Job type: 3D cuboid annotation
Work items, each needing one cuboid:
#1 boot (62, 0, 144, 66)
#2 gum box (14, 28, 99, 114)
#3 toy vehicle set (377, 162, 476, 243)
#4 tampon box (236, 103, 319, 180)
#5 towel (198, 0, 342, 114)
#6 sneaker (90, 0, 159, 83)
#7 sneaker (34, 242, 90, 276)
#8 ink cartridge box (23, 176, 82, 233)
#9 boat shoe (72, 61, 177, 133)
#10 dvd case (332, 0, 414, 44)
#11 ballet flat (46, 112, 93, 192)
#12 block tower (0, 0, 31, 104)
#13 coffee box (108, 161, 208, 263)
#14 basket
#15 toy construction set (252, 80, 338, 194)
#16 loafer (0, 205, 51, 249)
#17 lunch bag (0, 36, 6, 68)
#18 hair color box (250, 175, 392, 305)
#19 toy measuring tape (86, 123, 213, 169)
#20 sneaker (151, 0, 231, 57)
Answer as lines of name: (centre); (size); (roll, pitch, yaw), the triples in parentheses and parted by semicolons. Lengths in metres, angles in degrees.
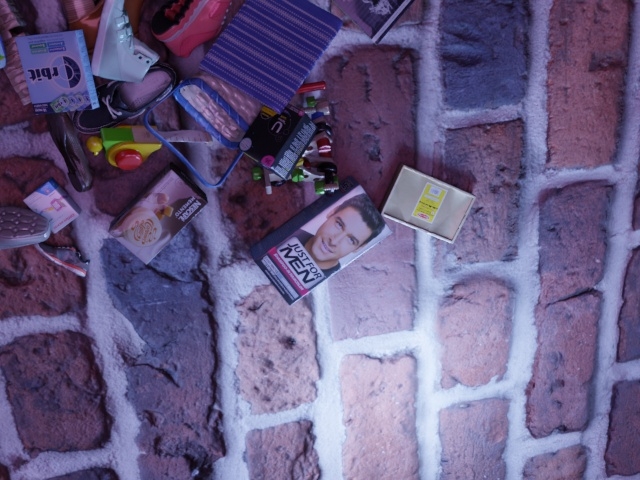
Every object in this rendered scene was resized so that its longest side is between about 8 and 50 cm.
boot: (-0.483, -0.550, 1.674); (0.283, 0.109, 0.220); (-24, 120, -15)
gum box: (-0.630, -0.403, 1.599); (0.157, 0.041, 0.184); (-3, 110, 10)
toy vehicle set: (0.326, -0.112, 2.033); (0.267, 0.035, 0.166); (21, 103, -18)
tampon box: (-0.105, -0.257, 1.673); (0.161, 0.120, 0.101); (-57, 153, -2)
towel: (-0.120, -0.495, 1.680); (0.243, 0.040, 0.336); (30, 68, 3)
sneaker: (-0.455, -0.503, 1.603); (0.151, 0.094, 0.256); (11, 123, -19)
sneaker: (-0.716, 0.039, 1.858); (0.158, 0.061, 0.065); (34, 72, -21)
ink cartridge box: (-0.723, -0.094, 1.802); (0.088, 0.052, 0.122); (-36, 114, 2)
boat shoe: (-0.513, -0.371, 1.731); (0.302, 0.091, 0.114); (-34, 112, 1)
dvd case: (0.130, -0.670, 1.808); (0.221, 0.018, 0.164); (39, 96, -20)
ballet flat: (-0.656, -0.249, 1.761); (0.058, 0.084, 0.250); (-33, 116, -40)
block tower: (-0.760, -0.495, 1.636); (0.097, 0.091, 0.335); (-26, 112, -2)
coffee box: (-0.447, -0.076, 1.843); (0.246, 0.098, 0.141); (-43, 112, 5)
basket: (-0.278, -0.314, 1.727); (0.255, 0.201, 0.289); (48, 64, -22)
toy construction set: (-0.083, -0.263, 1.815); (0.237, 0.257, 0.309); (-7, 90, 3)
loafer: (-0.873, -0.024, 1.762); (0.319, 0.112, 0.111); (2, 148, -3)
lunch bag: (-0.848, -0.486, 1.554); (0.219, 0.090, 0.176); (18, 127, 25)
hair color box: (0.000, 0.000, 1.960); (0.374, 0.113, 0.185); (-36, 112, 1)
toy measuring tape: (-0.460, -0.250, 1.793); (0.330, 0.121, 0.121); (-5, 111, -29)
sneaker: (-0.289, -0.599, 1.712); (0.314, 0.116, 0.136); (-44, 146, -5)
